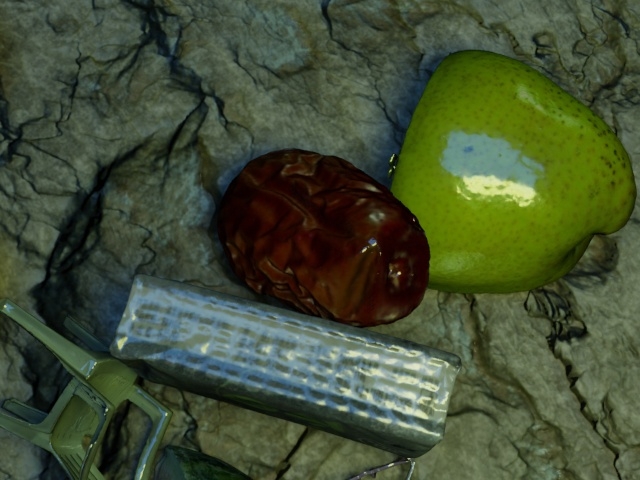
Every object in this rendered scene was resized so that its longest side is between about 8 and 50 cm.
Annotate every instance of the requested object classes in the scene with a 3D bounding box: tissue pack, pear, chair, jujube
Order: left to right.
[{"bbox_3d":[-0.312,0.231,1.170,0.275,0.203,0.190,30,85,19],"label":"chair"},{"bbox_3d":[-0.040,0.165,1.149,0.394,0.288,0.124,16,77,4],"label":"tissue pack"},{"bbox_3d":[0.000,0.000,1.176,0.216,0.216,0.342,-47,38,-12],"label":"jujube"},{"bbox_3d":[0.270,-0.084,1.251,0.318,0.238,0.342,19,75,13],"label":"pear"}]

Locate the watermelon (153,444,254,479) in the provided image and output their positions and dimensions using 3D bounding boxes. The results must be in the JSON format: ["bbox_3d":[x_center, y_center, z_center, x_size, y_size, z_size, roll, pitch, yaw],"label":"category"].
[{"bbox_3d":[-0.131,0.414,1.173,0.232,0.193,0.310,-35,91,-29],"label":"watermelon"}]

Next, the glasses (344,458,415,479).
[{"bbox_3d":[0.075,0.359,1.215,0.140,0.062,0.103,-18,77,-4],"label":"glasses"}]

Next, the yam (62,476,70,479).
[{"bbox_3d":[-0.312,0.372,1.198,0.127,0.084,0.084,35,77,7],"label":"yam"}]
